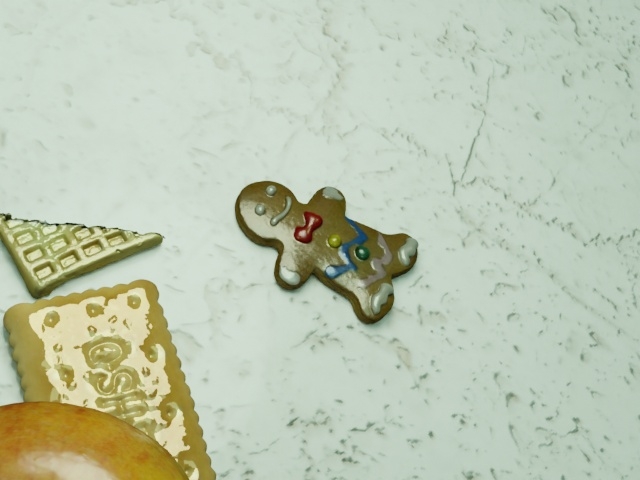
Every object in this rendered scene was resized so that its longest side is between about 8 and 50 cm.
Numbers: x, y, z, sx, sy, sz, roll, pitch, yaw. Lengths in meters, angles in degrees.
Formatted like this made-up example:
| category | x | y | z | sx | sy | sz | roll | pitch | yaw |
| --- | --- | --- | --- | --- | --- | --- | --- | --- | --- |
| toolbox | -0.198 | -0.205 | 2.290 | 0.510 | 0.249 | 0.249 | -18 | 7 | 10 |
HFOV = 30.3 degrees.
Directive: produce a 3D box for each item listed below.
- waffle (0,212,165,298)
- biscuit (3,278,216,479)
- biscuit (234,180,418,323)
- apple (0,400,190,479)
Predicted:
| category | x | y | z | sx | sy | sz | roll | pitch | yaw |
| --- | --- | --- | --- | --- | --- | --- | --- | --- | --- |
| waffle | -0.246 | -0.010 | 1.208 | 0.152 | 0.023 | 0.097 | -24 | 72 | -25 |
| biscuit | -0.198 | 0.158 | 1.126 | 0.160 | 0.030 | 0.250 | -11 | 66 | -22 |
| biscuit | 0.000 | 0.000 | 1.275 | 0.205 | 0.031 | 0.138 | 30 | 58 | 3 |
| apple | -0.215 | 0.270 | 0.910 | 0.298 | 0.275 | 0.299 | 2 | 75 | -7 |
